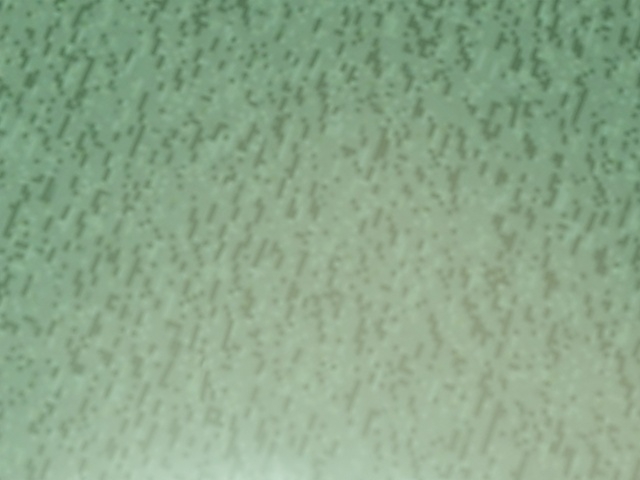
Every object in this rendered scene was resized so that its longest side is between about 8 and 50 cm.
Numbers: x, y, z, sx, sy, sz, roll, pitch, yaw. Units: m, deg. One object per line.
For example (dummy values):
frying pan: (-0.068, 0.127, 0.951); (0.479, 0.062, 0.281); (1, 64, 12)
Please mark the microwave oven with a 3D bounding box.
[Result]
microwave oven: (0.000, 0.000, 0.844); (0.432, 0.236, 0.374); (-1, 73, 3)
